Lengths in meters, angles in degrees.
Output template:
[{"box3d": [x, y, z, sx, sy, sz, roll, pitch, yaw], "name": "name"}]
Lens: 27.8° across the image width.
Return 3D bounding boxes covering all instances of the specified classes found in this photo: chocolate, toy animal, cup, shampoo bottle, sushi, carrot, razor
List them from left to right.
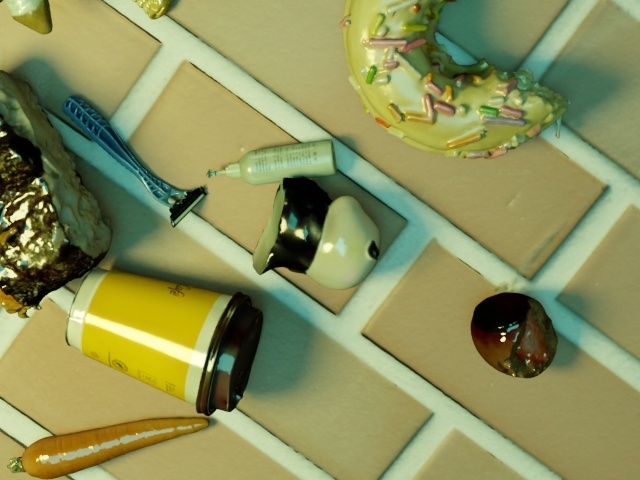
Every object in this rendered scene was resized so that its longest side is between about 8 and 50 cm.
[{"box3d": [-0.461, -0.076, 1.889, 0.207, 0.234, 0.349, -28, 83, 11], "name": "sushi"}, {"box3d": [-0.341, 0.324, 2.064, 0.336, 0.069, 0.069, -15, 101, 4], "name": "carrot"}, {"box3d": [-0.294, -0.126, 1.970, 0.253, 0.042, 0.082, 42, 60, -5], "name": "razor"}, {"box3d": [-0.232, 0.142, 1.960, 0.279, 0.196, 0.196, 19, 103, 9], "name": "cup"}, {"box3d": [-0.075, -0.114, 1.951, 0.195, 0.056, 0.056, -7, 102, 6], "name": "shampoo bottle"}, {"box3d": [0.000, 0.000, 1.936, 0.179, 0.138, 0.166, 19, 144, -2], "name": "toy animal"}, {"box3d": [0.296, 0.149, 1.951, 0.124, 0.127, 0.133, -24, 116, -1], "name": "chocolate"}]

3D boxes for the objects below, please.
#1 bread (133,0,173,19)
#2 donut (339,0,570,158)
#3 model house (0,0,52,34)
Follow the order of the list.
[{"box3d": [-0.260, -0.369, 1.917, 0.088, 0.034, 0.049, 41, 116, -1], "name": "bread"}, {"box3d": [0.183, -0.291, 1.845, 0.307, 0.150, 0.371, -12, 102, 7], "name": "donut"}, {"box3d": [-0.447, -0.429, 1.823, 0.253, 0.184, 0.291, -14, 110, 34], "name": "model house"}]
